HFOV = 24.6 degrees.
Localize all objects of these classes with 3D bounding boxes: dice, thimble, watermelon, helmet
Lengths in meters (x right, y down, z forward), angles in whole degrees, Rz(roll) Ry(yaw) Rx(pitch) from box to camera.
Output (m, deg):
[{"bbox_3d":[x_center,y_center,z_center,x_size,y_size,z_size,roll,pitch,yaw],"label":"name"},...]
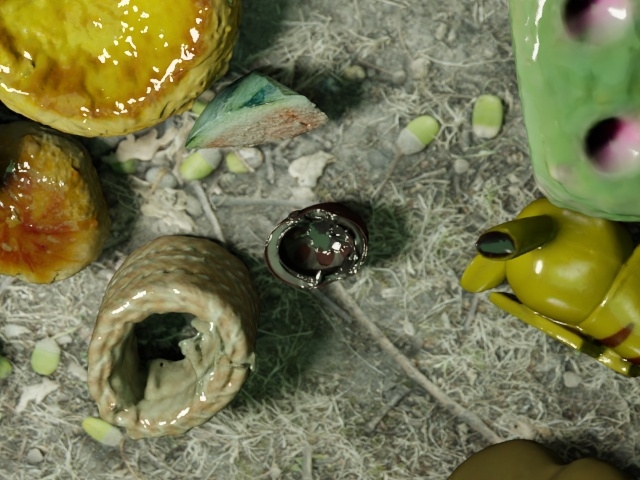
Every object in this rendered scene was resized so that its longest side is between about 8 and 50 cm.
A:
[{"bbox_3d":[0.347,-0.215,1.442,0.322,0.330,0.318,-10,118,8],"label":"dice"},{"bbox_3d":[-0.180,0.117,1.765,0.229,0.148,0.196,-40,107,20],"label":"thimble"},{"bbox_3d":[-0.076,-0.143,1.666,0.180,0.081,0.094,-6,135,25],"label":"watermelon"},{"bbox_3d":[0.000,0.000,1.730,0.123,0.070,0.098,-13,110,19],"label":"helmet"}]

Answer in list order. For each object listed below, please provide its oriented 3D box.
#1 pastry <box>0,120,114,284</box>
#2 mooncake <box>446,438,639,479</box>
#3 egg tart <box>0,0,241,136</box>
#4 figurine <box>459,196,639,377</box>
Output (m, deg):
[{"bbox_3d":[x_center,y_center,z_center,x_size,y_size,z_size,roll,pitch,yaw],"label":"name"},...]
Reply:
[{"bbox_3d":[-0.345,-0.041,1.724,0.182,0.093,0.192,-11,116,13],"label":"pastry"},{"bbox_3d":[0.236,0.474,1.745,0.467,0.467,0.262,-30,118,18],"label":"mooncake"},{"bbox_3d":[-0.235,-0.264,1.579,0.319,0.128,0.319,2,120,3],"label":"egg tart"},{"bbox_3d":[0.319,0.050,1.683,0.327,0.218,0.169,30,76,-3],"label":"figurine"}]
